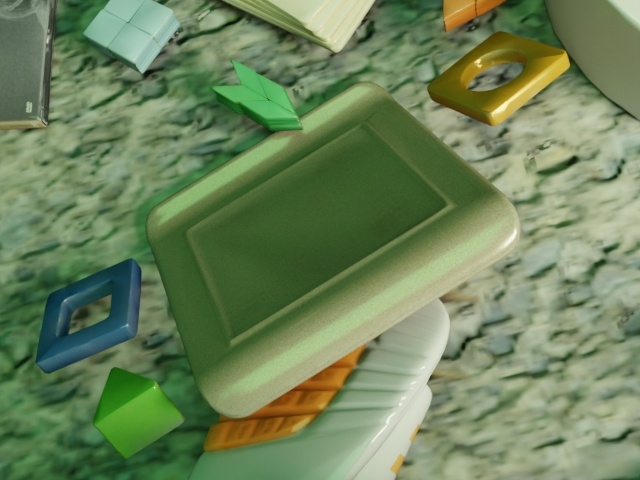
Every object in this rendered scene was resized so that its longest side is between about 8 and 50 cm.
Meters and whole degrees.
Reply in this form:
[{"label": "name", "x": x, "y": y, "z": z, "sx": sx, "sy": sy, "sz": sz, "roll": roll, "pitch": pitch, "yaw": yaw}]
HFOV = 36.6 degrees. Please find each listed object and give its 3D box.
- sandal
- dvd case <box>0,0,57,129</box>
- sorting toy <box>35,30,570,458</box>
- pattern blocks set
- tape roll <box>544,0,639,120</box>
[{"label": "sandal", "x": -0.019, "y": 0.136, "z": 0.528, "sx": 0.102, "sy": 0.076, "sz": 0.265, "roll": 21, "pitch": 65, "yaw": 36}, {"label": "dvd case", "x": -0.294, "y": -0.152, "z": 0.679, "sx": 0.221, "sy": 0.018, "sz": 0.165, "roll": -2, "pitch": 74, "yaw": 7}, {"label": "sorting toy", "x": 0.000, "y": 0.000, "z": 0.554, "sx": 0.347, "sy": 0.047, "sz": 0.196, "roll": -32, "pitch": 36, "yaw": -1}, {"label": "pattern blocks set", "x": -0.001, "y": -0.227, "z": 0.646, "sx": 0.285, "sy": 0.026, "sz": 0.325, "roll": 20, "pitch": 75, "yaw": 17}, {"label": "tape roll", "x": 0.276, "y": -0.196, "z": 0.574, "sx": 0.286, "sy": 0.100, "sz": 0.286, "roll": -2, "pitch": 73, "yaw": 7}]
